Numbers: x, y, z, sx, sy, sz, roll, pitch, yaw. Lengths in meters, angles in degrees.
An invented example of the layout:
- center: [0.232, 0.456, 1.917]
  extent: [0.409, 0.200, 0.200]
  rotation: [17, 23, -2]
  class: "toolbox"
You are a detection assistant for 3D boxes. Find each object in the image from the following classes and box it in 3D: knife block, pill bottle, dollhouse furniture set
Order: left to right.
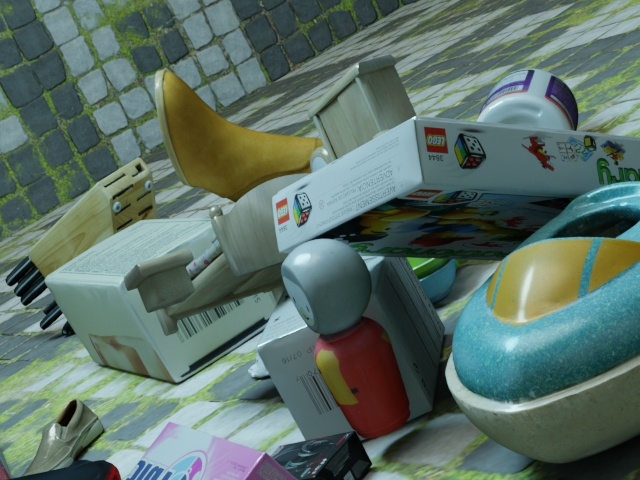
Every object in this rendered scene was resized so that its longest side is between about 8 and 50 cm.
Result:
- center: [-0.332, 0.004, 2.010]
  extent: [0.242, 0.276, 0.088]
  rotation: [17, 36, 29]
  class: "knife block"
- center: [-0.074, -0.030, 1.375]
  extent: [0.355, 0.174, 0.303]
  rotation: [-18, -11, -29]
  class: "dollhouse furniture set"
- center: [0.230, -0.130, 1.651]
  extent: [0.108, 0.108, 0.193]
  rotation: [-23, 12, 19]
  class: "pill bottle"

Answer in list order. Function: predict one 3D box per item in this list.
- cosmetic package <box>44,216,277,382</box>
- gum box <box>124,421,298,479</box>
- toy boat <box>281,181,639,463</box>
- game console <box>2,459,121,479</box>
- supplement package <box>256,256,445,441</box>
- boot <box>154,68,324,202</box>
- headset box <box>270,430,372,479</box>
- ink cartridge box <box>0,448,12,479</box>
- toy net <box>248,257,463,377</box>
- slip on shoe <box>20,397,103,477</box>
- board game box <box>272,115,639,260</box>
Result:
- center: [-0.183, 0.062, 1.683]
  extent: [0.153, 0.129, 0.296]
  rotation: [-33, 14, -20]
  class: "cosmetic package"
- center: [-0.080, 0.190, 0.993]
  extent: [0.107, 0.062, 0.188]
  rotation: [-53, 20, -16]
  class: "gum box"
- center: [0.121, 0.046, 0.998]
  extent: [0.318, 0.148, 0.267]
  rotation: [-13, 18, 32]
  class: "toy boat"
- center: [-0.349, 0.288, 1.012]
  extent: [0.386, 0.060, 0.342]
  rotation: [-15, 28, 32]
  class: "game console"
- center: [0.029, 0.079, 1.201]
  extent: [0.105, 0.105, 0.179]
  rotation: [-26, 11, 13]
  class: "supplement package"
- center: [-0.038, -0.093, 1.621]
  extent: [0.211, 0.295, 0.104]
  rotation: [-12, 45, 16]
  class: "boot"
- center: [-0.014, 0.172, 1.076]
  extent: [0.083, 0.032, 0.062]
  rotation: [-16, 16, 38]
  class: "headset box"
- center: [-0.439, 0.156, 1.477]
  extent: [0.160, 0.279, 0.384]
  rotation: [-30, 12, -12]
  class: "ink cartridge box"
- center: [0.028, 0.061, 1.427]
  extent: [0.232, 0.045, 0.122]
  rotation: [-25, 13, 12]
  class: "toy net"
- center: [-0.260, 0.200, 1.464]
  extent: [0.051, 0.041, 0.135]
  rotation: [-20, 14, 30]
  class: "slip on shoe"
- center: [0.143, -0.031, 1.136]
  extent: [0.305, 0.053, 0.193]
  rotation: [2, -15, -31]
  class: "board game box"
